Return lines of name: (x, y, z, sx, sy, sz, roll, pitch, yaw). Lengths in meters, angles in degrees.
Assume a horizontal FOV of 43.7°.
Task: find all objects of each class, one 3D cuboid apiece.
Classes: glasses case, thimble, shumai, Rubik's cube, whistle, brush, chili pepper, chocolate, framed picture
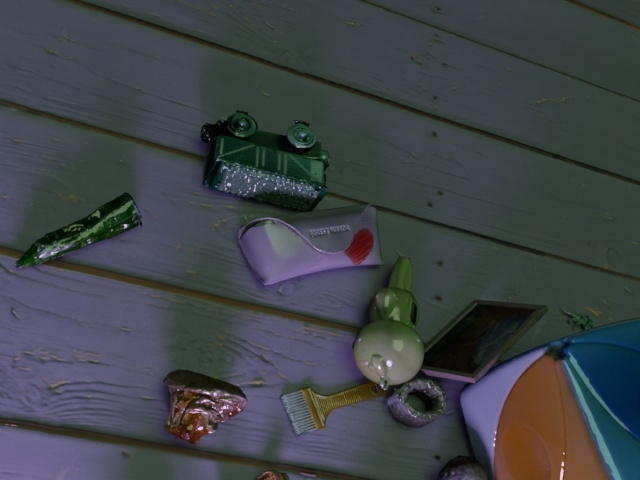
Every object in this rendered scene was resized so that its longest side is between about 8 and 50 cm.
glasses case: (0.001, 0.002, 1.555, 0.308, 0.083, 0.128, -9, 69, -27)
thimble: (0.179, 0.304, 1.499, 0.110, 0.062, 0.084, 15, 58, -17)
shumai: (-0.204, 0.280, 1.321, 0.145, 0.145, 0.116, 19, 81, -15)
Rubik's cube: (0.505, 0.354, 1.449, 0.351, 0.347, 0.352, -10, 70, -28)
whistle: (0.126, 0.160, 1.530, 0.141, 0.141, 0.294, 18, 40, -15)
brush: (0.034, 0.293, 1.470, 0.218, 0.010, 0.083, -12, 70, -30)
chili pepper: (-0.423, -0.006, 1.386, 0.226, 0.088, 0.059, -29, 77, -24)
chocolate: (0.267, 0.505, 1.413, 0.110, 0.110, 0.248, -1, 65, -25)
framed picture: (0.301, 0.190, 1.548, 0.250, 0.184, 0.016, -36, 111, -32)

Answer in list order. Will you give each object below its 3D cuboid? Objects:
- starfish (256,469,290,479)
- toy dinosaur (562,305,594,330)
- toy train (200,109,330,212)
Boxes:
starfish: (-0.116, 0.455, 1.282, 0.189, 0.074, 0.146, -7, 67, -27)
toy dinosaur: (0.577, 0.171, 1.770, 0.062, 0.021, 0.083, -22, 80, -39)
toy train: (-0.107, -0.162, 1.572, 0.269, 0.115, 0.154, 13, 55, -19)
